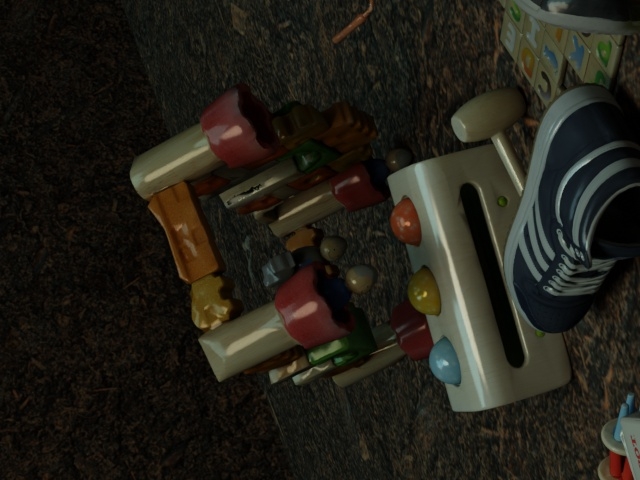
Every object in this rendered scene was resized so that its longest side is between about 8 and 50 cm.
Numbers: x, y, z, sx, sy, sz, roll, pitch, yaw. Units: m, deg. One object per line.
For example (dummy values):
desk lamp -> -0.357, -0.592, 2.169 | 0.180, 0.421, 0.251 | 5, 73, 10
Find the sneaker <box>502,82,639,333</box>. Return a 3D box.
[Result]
sneaker -> 0.245, 0.013, 1.424 | 0.153, 0.099, 0.282 | -115, 20, -46

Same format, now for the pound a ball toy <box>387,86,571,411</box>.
pound a ball toy -> 0.162, 0.017, 1.664 | 0.208, 0.136, 0.319 | 158, 96, -75

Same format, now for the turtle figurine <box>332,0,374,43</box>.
turtle figurine -> 0.025, -0.369, 1.747 | 0.269, 0.087, 0.217 | 103, 168, -53

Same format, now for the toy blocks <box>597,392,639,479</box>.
toy blocks -> 0.310, 0.231, 1.493 | 0.123, 0.054, 0.148 | -122, 23, -50

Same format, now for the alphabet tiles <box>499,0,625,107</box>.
alphabet tiles -> 0.218, -0.216, 1.482 | 0.198, 0.009, 0.237 | 93, 156, -49

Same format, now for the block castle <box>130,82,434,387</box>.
block castle -> 0.000, 0.000, 1.801 | 0.303, 0.213, 0.453 | 67, -163, 15

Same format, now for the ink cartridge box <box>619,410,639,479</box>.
ink cartridge box -> 0.344, 0.208, 1.286 | 0.203, 0.086, 0.148 | 170, 83, -75

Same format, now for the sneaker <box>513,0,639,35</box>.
sneaker -> 0.203, -0.271, 1.049 | 0.321, 0.125, 0.180 | -65, -18, -53
